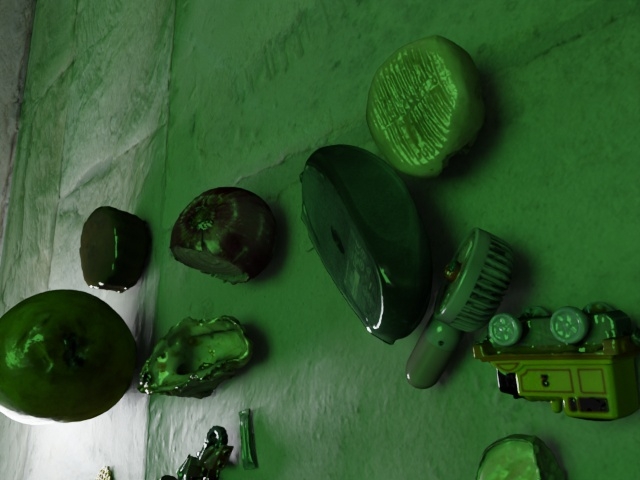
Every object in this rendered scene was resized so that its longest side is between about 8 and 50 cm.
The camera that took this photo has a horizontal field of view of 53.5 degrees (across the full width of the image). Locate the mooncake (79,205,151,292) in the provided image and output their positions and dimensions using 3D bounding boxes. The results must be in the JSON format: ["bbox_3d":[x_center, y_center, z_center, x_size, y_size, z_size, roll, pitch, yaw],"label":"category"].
[{"bbox_3d":[-0.547,0.026,1.696,0.228,0.124,0.228,-11,75,43],"label":"mooncake"}]

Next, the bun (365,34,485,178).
[{"bbox_3d":[0.164,-0.184,0.918,0.178,0.128,0.193,-36,66,38],"label":"bun"}]

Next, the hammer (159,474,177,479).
[{"bbox_3d":[-0.396,0.715,1.382,0.168,0.044,0.440,27,101,50],"label":"hammer"}]

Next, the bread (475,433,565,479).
[{"bbox_3d":[0.233,0.344,0.731,0.172,0.064,0.232,33,106,48],"label":"bread"}]

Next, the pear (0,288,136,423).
[{"bbox_3d":[-0.630,0.284,1.544,0.413,0.352,0.352,-46,47,47],"label":"pear"}]

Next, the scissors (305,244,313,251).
[{"bbox_3d":[0.000,0.000,1.146,0.083,0.006,0.036,-39,54,37],"label":"scissors"}]

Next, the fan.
[{"bbox_3d":[0.174,0.098,0.840,0.130,0.074,0.244,-62,-5,-63],"label":"fan"}]

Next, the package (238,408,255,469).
[{"bbox_3d":[-0.139,0.375,1.197,0.037,0.015,0.110,-33,55,41],"label":"package"}]

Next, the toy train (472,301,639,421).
[{"bbox_3d":[0.273,0.137,0.727,0.219,0.089,0.127,-13,80,46],"label":"toy train"}]

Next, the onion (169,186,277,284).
[{"bbox_3d":[-0.181,-0.020,1.242,0.207,0.201,0.200,-7,74,62],"label":"onion"}]

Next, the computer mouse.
[{"bbox_3d":[0.074,-0.008,0.960,0.374,0.114,0.203,-120,27,-44],"label":"computer mouse"}]

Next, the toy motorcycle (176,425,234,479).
[{"bbox_3d":[-0.222,0.468,1.220,0.118,0.084,0.212,37,103,57],"label":"toy motorcycle"}]

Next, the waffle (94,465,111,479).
[{"bbox_3d":[-0.549,0.617,1.611,0.078,0.016,0.085,-57,44,23],"label":"waffle"}]

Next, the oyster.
[{"bbox_3d":[-0.248,0.246,1.293,0.341,0.110,0.166,-44,55,30],"label":"oyster"}]
